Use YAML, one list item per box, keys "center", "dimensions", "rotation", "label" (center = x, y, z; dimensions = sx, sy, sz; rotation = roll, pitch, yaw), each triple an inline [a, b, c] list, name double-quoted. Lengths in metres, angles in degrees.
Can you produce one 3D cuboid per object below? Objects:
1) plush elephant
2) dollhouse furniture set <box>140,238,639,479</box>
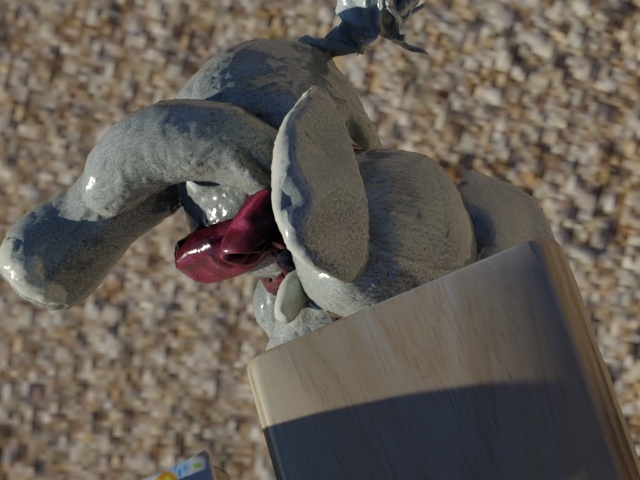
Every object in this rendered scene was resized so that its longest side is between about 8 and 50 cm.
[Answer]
- center: [0.000, 0.000, 1.225]
  dimensions: [0.330, 0.272, 0.255]
  rotation: [-53, 35, 21]
  label: "plush elephant"
- center: [0.068, 0.188, 0.553]
  dimensions: [0.362, 0.256, 0.394]
  rotation: [-24, 68, 16]
  label: "dollhouse furniture set"
